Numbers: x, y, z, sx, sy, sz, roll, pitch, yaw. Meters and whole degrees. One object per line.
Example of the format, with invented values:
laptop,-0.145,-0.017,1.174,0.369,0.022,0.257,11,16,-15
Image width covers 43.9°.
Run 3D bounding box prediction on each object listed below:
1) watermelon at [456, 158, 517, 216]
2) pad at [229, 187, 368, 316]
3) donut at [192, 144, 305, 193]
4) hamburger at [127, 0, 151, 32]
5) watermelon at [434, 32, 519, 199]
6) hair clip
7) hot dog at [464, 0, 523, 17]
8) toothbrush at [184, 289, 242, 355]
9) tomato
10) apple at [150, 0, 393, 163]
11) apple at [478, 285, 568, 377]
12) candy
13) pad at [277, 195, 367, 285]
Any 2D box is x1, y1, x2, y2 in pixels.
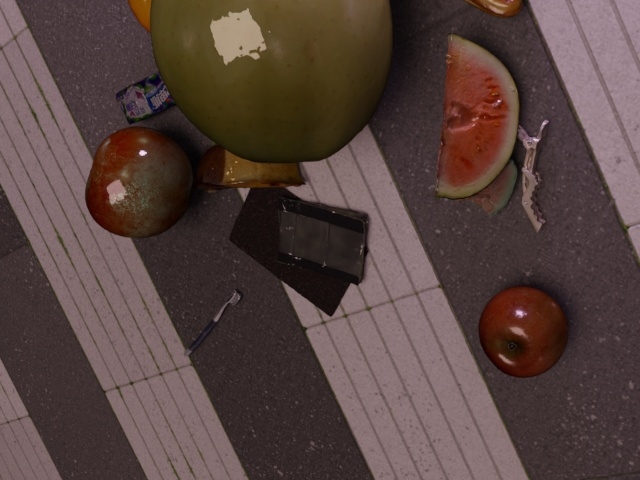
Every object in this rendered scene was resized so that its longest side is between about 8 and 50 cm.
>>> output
watermelon,0.331,-0.103,1.564,0.101,0.080,0.155,48,115,3
pad,-0.059,0.008,1.875,0.330,0.004,0.220,37,122,14
donut,-0.197,-0.170,1.809,0.295,0.151,0.112,-3,86,31
hamburger,-0.287,-0.547,1.706,0.246,0.170,0.246,11,123,18
watermelon,0.277,-0.231,1.517,0.128,0.159,0.303,-154,66,-69
hair clip,0.404,-0.122,1.534,0.072,0.034,0.225,9,114,32
hot dog,0.265,-0.505,1.450,0.269,0.072,0.115,38,123,15
toothbrush,-0.284,0.221,2.079,0.026,0.024,0.288,39,123,-4
tomato,-0.416,-0.130,1.880,0.223,0.270,0.270,11,114,11
apple,-0.081,-0.366,1.488,0.474,0.474,0.473,11,113,27
apple,0.399,0.183,1.571,0.181,0.168,0.180,14,120,25
candy,-0.359,-0.362,1.883,0.313,0.061,0.088,-15,102,34
pad,0.000,0.000,1.822,0.233,0.022,0.174,14,115,28
